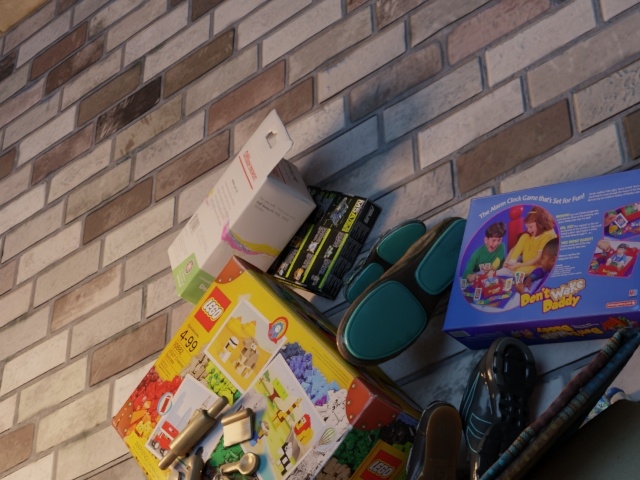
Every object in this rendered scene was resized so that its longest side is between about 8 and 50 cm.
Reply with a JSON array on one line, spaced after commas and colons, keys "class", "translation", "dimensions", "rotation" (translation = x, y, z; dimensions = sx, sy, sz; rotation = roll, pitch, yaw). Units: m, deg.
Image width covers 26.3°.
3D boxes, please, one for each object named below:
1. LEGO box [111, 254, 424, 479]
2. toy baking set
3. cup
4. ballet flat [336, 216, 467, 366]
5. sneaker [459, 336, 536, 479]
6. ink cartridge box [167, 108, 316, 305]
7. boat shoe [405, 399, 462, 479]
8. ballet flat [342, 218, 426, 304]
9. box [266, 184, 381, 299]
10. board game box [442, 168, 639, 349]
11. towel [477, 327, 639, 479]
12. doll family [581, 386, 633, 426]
[{"class": "LEGO box", "translation": [-0.081, 0.308, 2.215], "dimensions": [0.372, 0.193, 0.500], "rotation": [-54, 37, 3]}, {"class": "toy baking set", "translation": [-0.188, 0.362, 2.108], "dimensions": [0.256, 0.030, 0.197], "rotation": [-44, 40, 17]}, {"class": "cup", "translation": [0.376, 0.322, 1.575], "dimensions": [0.331, 0.331, 0.237], "rotation": [17, 82, 51]}, {"class": "ballet flat", "translation": [0.125, 0.087, 2.166], "dimensions": [0.342, 0.116, 0.124], "rotation": [-47, 10, -30]}, {"class": "sneaker", "translation": [0.253, 0.276, 1.981], "dimensions": [0.106, 0.101, 0.267], "rotation": [-37, 36, 56]}, {"class": "ink cartridge box", "translation": [-0.129, -0.049, 2.539], "dimensions": [0.353, 0.119, 0.207], "rotation": [-52, 24, 14]}, {"class": "boat shoe", "translation": [0.161, 0.334, 1.991], "dimensions": [0.073, 0.073, 0.207], "rotation": [-165, 90, -78]}, {"class": "ballet flat", "translation": [0.102, 0.027, 2.336], "dimensions": [0.188, 0.070, 0.070], "rotation": [-45, 38, 8]}, {"class": "box", "translation": [0.000, 0.000, 2.480], "dimensions": [0.184, 0.045, 0.191], "rotation": [16, 75, 49]}, {"class": "board game box", "translation": [0.360, 0.031, 2.037], "dimensions": [0.347, 0.078, 0.233], "rotation": [-9, 57, 44]}, {"class": "towel", "translation": [0.247, 0.241, 1.603], "dimensions": [0.040, 0.370, 0.271], "rotation": [42, 76, 15]}, {"class": "doll family", "translation": [0.352, 0.303, 1.810], "dimensions": [0.263, 0.118, 0.163], "rotation": [-51, 38, 6]}]
